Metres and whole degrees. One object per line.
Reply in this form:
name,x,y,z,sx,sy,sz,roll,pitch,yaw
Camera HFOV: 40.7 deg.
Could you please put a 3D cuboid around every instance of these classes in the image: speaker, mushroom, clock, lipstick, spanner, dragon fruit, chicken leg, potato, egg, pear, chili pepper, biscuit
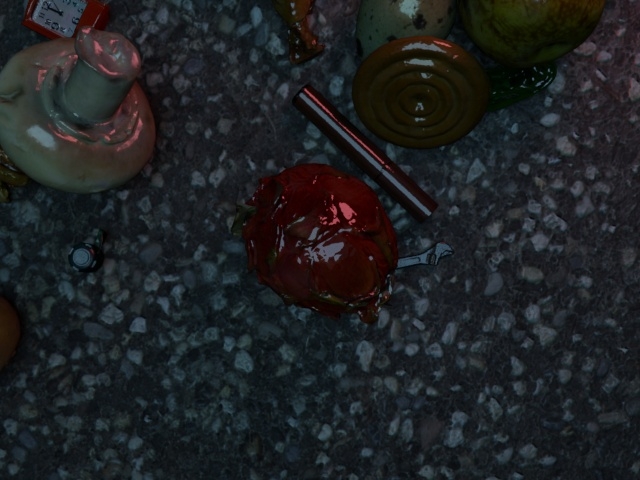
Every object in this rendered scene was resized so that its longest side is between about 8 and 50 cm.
speaker,-0.464,0.025,1.758,0.094,0.075,0.060,-39,88,-2
mushroom,-0.438,-0.251,1.591,0.315,0.336,0.314,11,66,-25
clock,-0.511,-0.451,1.734,0.155,0.061,0.113,28,96,6
lipstick,0.087,-0.172,1.706,0.357,0.057,0.057,44,96,1
spanner,0.166,0.041,1.737,0.209,0.012,0.046,-12,93,6
dragon fruit,0.000,0.000,1.622,0.343,0.277,0.277,23,96,5
chicken leg,-0.111,-0.539,1.664,0.295,0.182,0.409,-9,110,15
potato,-0.679,0.179,1.768,0.117,0.182,0.202,-33,101,-36
egg,0.155,-0.417,1.624,0.177,0.177,0.228,38,116,1
pear,0.375,-0.453,1.554,0.284,0.283,0.283,0,94,5
chili pepper,0.327,-0.299,1.671,0.257,0.074,0.100,-14,102,0
biscuit,0.188,-0.269,1.622,0.262,0.037,0.262,5,136,5

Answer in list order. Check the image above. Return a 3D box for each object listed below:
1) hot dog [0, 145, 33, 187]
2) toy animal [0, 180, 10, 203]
hot dog,-0.694,-0.230,1.728,0.349,0.117,0.158,31,52,-2
toy animal,-0.667,-0.125,1.782,0.061,0.081,0.083,-27,56,14
